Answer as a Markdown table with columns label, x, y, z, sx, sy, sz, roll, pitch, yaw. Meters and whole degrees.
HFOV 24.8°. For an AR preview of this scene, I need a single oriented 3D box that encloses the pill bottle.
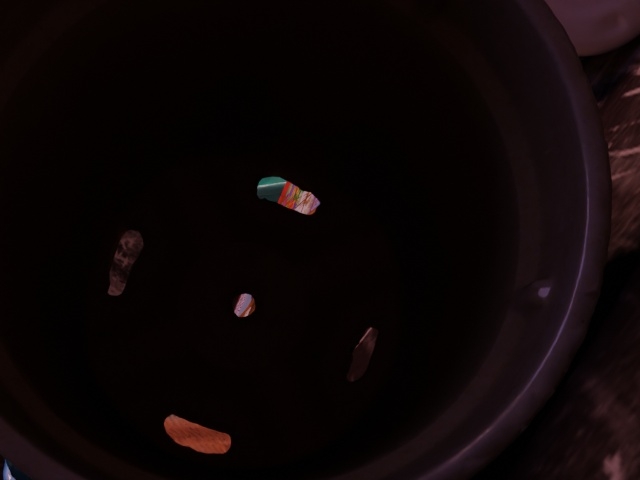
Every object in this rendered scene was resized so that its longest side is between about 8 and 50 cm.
| label | x | y | z | sx | sy | sz | roll | pitch | yaw |
| --- | --- | --- | --- | --- | --- | --- | --- | --- | --- |
| pill bottle | 0.169 | -0.192 | 1.044 | 0.119 | 0.119 | 0.208 | -53 | 6 | 6 |

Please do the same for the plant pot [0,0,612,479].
| label | x | y | z | sx | sy | sz | roll | pitch | yaw |
| --- | --- | --- | --- | --- | --- | --- | --- | --- | --- |
| plant pot | -0.039 | 0.008 | 0.811 | 0.334 | 0.334 | 0.305 | -56 | -5 | -14 |

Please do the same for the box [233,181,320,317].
| label | x | y | z | sx | sy | sz | roll | pitch | yaw |
| --- | --- | --- | --- | --- | --- | --- | --- | --- | --- |
| box | 0.000 | 0.000 | 1.294 | 0.201 | 0.057 | 0.293 | -38 | 27 | 57 |

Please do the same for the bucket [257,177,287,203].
| label | x | y | z | sx | sy | sz | roll | pitch | yaw |
| --- | --- | --- | --- | --- | --- | --- | --- | --- | --- |
| bucket | -0.039 | -0.110 | 1.884 | 0.281 | 0.183 | 0.281 | -54 | 7 | 9 |

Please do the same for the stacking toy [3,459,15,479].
| label | x | y | z | sx | sy | sz | roll | pitch | yaw |
| --- | --- | --- | --- | --- | --- | --- | --- | --- | --- |
| stacking toy | -0.268 | 0.243 | 1.947 | 0.302 | 0.166 | 0.175 | -39 | 28 | 26 |

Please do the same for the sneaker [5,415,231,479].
| label | x | y | z | sx | sy | sz | roll | pitch | yaw |
| --- | --- | --- | --- | --- | --- | --- | --- | --- | --- |
| sneaker | -0.138 | 0.182 | 1.024 | 0.121 | 0.108 | 0.302 | -53 | -25 | 4 |
